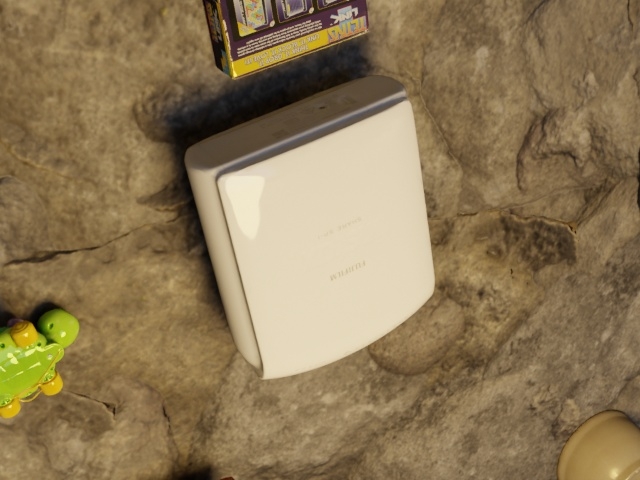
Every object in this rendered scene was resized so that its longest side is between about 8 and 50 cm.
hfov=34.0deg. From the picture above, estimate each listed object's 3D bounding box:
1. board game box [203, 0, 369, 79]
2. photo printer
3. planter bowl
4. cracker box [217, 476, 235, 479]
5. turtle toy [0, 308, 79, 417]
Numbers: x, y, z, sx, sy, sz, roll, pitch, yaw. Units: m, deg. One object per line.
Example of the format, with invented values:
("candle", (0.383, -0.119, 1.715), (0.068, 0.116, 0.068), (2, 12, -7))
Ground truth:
("board game box", (-0.038, -0.262, 1.087), (0.170, 0.048, 0.141), (-23, 126, -21))
("photo printer", (0.000, 0.000, 1.166), (0.256, 0.107, 0.308), (-24, 125, -20))
("planter bowl", (0.484, 0.373, 1.706), (0.162, 0.109, 0.162), (-15, 121, -26))
("cracker box", (-0.149, 0.424, 1.273), (0.155, 0.067, 0.232), (-14, 100, -18))
("turtle toy", (-0.312, 0.119, 1.102), (0.130, 0.066, 0.095), (-28, 126, -17))
